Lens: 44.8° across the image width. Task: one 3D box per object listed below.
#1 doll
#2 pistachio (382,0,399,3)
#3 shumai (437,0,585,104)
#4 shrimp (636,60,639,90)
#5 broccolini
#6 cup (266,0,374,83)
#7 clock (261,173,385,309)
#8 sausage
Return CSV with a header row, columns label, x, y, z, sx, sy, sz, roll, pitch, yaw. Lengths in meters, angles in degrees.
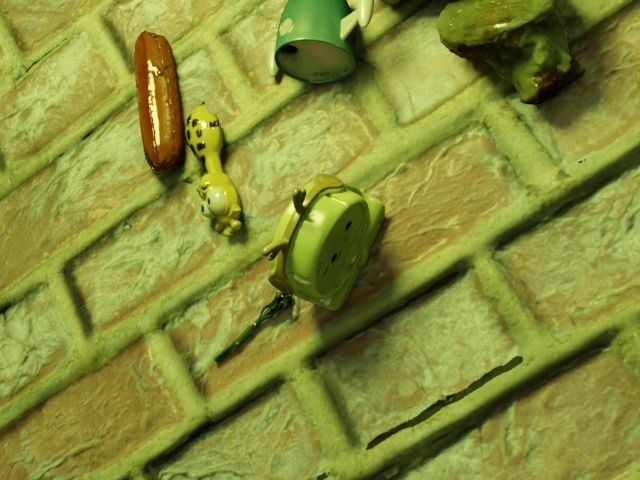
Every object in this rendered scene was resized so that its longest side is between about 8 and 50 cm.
label,x,y,z,sx,sy,sz,roll,pitch,yaw
doll,-0.226,-0.148,1.629,0.117,0.086,0.291,-36,66,55
pistachio,0.222,-0.630,1.447,0.446,0.281,0.365,-25,62,35
shumai,0.351,-0.369,1.432,0.222,0.203,0.271,-30,36,12
shrimp,0.667,-0.323,1.324,0.254,0.059,0.145,-33,73,13
broccolini,-0.138,0.171,1.567,0.218,0.044,0.042,-41,84,16
cup,-0.007,-0.429,1.553,0.300,0.168,0.173,-15,65,44
clock,0.000,0.000,1.391,0.096,0.308,0.235,26,91,24
sausage,-0.355,-0.305,1.698,0.102,0.102,0.330,-13,75,19
